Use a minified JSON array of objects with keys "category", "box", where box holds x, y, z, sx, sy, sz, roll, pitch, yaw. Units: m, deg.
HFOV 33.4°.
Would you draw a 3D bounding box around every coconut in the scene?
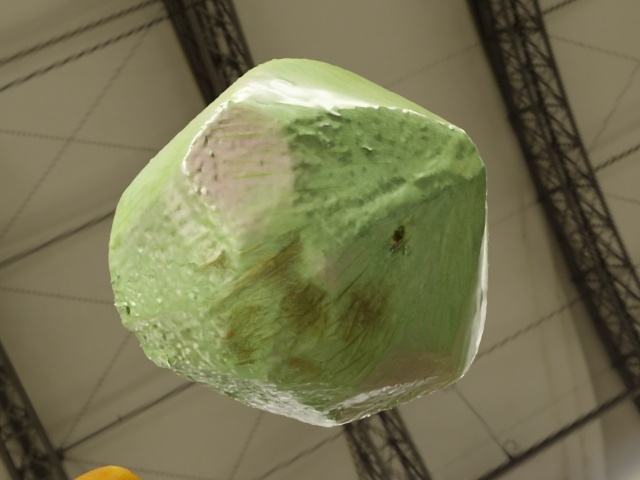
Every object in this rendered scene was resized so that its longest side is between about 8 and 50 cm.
[{"category":"coconut","box":[0.000,0.000,0.885,0.281,0.328,0.328,-62,-13,-53]}]

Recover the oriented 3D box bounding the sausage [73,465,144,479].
[{"category":"sausage","box":[-0.235,0.277,0.830,0.274,0.105,0.105,-34,-38,-37]}]
